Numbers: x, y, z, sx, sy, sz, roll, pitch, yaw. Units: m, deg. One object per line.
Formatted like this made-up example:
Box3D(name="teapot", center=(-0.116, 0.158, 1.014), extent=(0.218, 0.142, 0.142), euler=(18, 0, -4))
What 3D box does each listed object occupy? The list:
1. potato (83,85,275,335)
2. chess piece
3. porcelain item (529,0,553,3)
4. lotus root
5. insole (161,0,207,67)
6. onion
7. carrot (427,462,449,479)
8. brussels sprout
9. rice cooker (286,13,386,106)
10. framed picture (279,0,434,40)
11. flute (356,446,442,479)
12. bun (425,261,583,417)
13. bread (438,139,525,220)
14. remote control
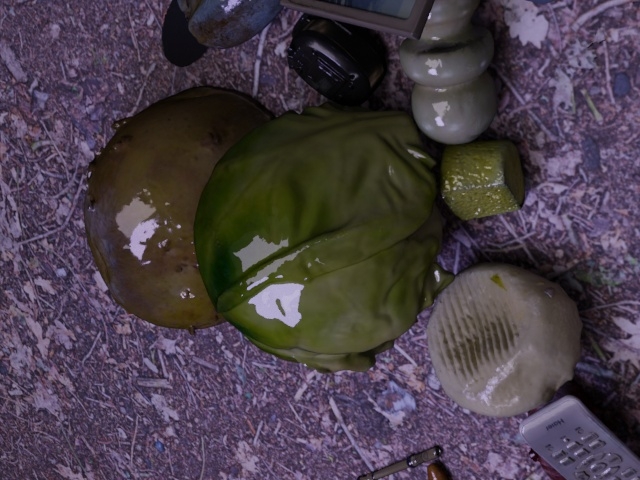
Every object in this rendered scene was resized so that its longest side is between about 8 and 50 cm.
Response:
Box3D(name="potato", center=(-0.252, -0.027, 1.851), extent=(0.385, 0.319, 0.442), euler=(13, 124, 34))
Box3D(name="chess piece", center=(0.175, -0.298, 1.467), extent=(0.182, 0.182, 0.330), euler=(9, 124, 35))
Box3D(name="porcelain item", center=(0.383, -0.410, 1.183), extent=(0.405, 0.242, 0.179), euler=(-12, 80, 46))
Box3D(name="lotus root", center=(-0.103, -0.433, 1.631), extent=(0.322, 0.140, 0.158), euler=(-36, 65, 38))
Box3D(name="insole", center=(-0.213, -0.428, 1.798), extent=(0.110, 0.012, 0.309), euler=(40, 132, 15))
Box3D(name="onion", center=(0.404, 0.323, 1.671), extent=(0.151, 0.098, 0.206), euler=(-16, 103, 44))
Box3D(name="carrot", center=(0.236, 0.482, 1.930), extent=(0.048, 0.048, 0.139), euler=(-23, 96, 43))
Box3D(name="brussels sprout", center=(-0.013, 0.006, 1.610), extent=(0.342, 0.360, 0.426), euler=(-142, 43, -59))
Box3D(name="rice cooker", center=(0.024, -0.289, 1.619), extent=(0.165, 0.106, 0.112), euler=(33, 146, -9))
Box3D(name="framed picture", center=(0.095, -0.442, 1.334), extent=(0.247, 0.022, 0.335), euler=(24, 92, 40))
Box3D(name="flute", center=(0.151, 0.440, 1.985), extent=(0.233, 0.027, 0.027), euler=(-34, 91, 44))
Box3D(name="bun", center=(0.296, 0.162, 1.610), extent=(0.259, 0.259, 0.160), euler=(-26, 142, 37))
Box3D(name="bread", center=(0.245, -0.099, 1.552), extent=(0.114, 0.111, 0.129), euler=(-1, 158, 29))
Box3D(name="remote control", center=(0.443, 0.348, 1.611), extent=(0.109, 0.055, 0.313), euler=(-36, 117, 23))
